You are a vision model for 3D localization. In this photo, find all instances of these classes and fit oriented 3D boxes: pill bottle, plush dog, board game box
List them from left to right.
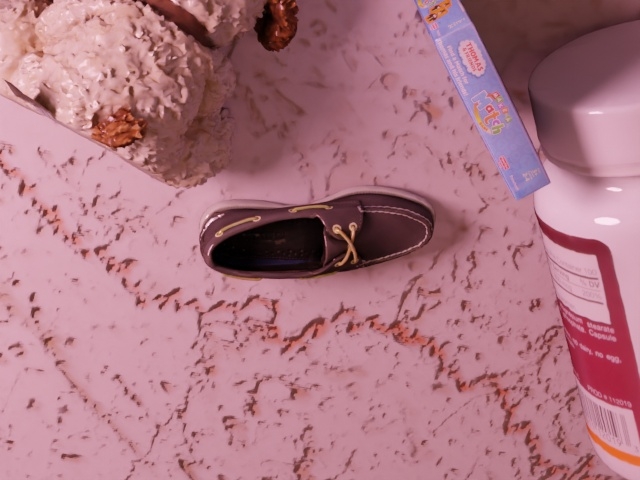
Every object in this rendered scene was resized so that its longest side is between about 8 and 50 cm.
[{"bbox_3d":[-0.143,-0.184,1.386,0.262,0.210,0.225,29,87,-17],"label":"plush dog"},{"bbox_3d":[0.130,-0.146,1.398,0.039,0.211,0.160,-26,116,8],"label":"board game box"},{"bbox_3d":[0.319,0.011,1.487,0.224,0.224,0.392,-15,117,3],"label":"pill bottle"}]

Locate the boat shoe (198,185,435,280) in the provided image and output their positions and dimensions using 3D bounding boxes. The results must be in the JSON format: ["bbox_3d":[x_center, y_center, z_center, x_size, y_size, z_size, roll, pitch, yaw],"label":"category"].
[{"bbox_3d":[0.000,0.000,1.538,0.227,0.069,0.081,-4,117,-3],"label":"boat shoe"}]
